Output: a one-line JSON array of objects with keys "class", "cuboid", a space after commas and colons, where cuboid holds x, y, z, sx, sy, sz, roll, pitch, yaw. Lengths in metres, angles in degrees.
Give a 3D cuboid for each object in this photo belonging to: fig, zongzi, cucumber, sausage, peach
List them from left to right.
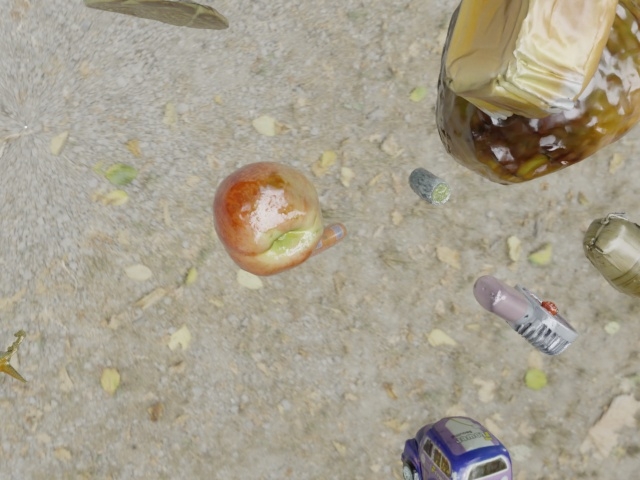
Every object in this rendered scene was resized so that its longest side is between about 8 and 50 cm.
[{"class": "peach", "cuboid": [-0.114, -0.059, 1.504, 0.232, 0.256, 0.232, -16, 129, -21]}, {"class": "sausage", "cuboid": [0.000, 0.000, 1.749, 0.053, 0.348, 0.053, 3, 100, 18]}, {"class": "cucumber", "cuboid": [0.238, -0.120, 1.645, 0.064, 0.112, 0.064, -10, 117, -21]}, {"class": "fig", "cuboid": [0.233, -0.263, 0.891, 0.286, 0.286, 0.368, -24, 89, -17]}, {"class": "zongzi", "cuboid": [0.505, 0.031, 1.265, 0.194, 0.197, 0.099, 35, 84, -13]}]

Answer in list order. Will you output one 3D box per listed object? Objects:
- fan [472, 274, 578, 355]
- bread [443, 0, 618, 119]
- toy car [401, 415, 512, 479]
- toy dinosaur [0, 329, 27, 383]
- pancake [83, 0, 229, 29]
[{"class": "fan", "cuboid": [0.328, 0.113, 1.197, 0.244, 0.130, 0.074, 27, 107, -44]}, {"class": "bread", "cuboid": [0.206, -0.235, 0.677, 0.107, 0.136, 0.241, 15, 91, -20]}, {"class": "toy car", "cuboid": [0.270, 0.436, 1.472, 0.172, 0.235, 0.158, -9, 111, -23]}, {"class": "toy dinosaur", "cuboid": [-0.620, 0.243, 1.425, 0.126, 0.162, 0.039, -36, 138, 10]}, {"class": "pancake", "cuboid": [-0.275, -0.389, 1.248, 0.250, 0.250, 0.031, 5, 100, -22]}]
